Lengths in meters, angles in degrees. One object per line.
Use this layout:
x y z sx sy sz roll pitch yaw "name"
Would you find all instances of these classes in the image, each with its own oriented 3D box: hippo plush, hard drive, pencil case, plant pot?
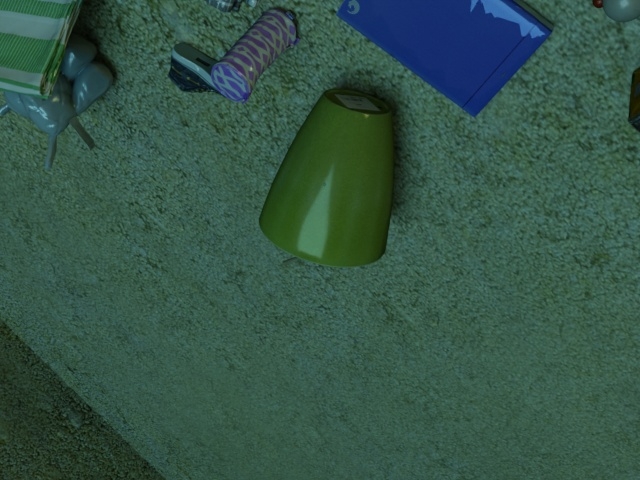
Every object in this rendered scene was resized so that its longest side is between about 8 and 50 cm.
-0.635 -0.364 1.562 0.236 0.234 0.294 22 137 48 "hippo plush"
0.207 -0.383 1.154 0.319 0.040 0.210 36 136 -4 "hard drive"
-0.121 -0.351 1.254 0.088 0.206 0.086 46 148 -18 "pencil case"
0.036 -0.142 1.332 0.275 0.275 0.293 20 119 12 "plant pot"

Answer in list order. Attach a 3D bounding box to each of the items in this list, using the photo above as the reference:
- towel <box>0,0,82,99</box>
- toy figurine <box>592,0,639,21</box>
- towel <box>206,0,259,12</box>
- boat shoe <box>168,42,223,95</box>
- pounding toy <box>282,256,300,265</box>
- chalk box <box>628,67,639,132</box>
-0.611 -0.461 1.371 0.248 0.325 0.038 12 172 18 "towel"
0.391 -0.433 0.931 0.213 0.148 0.209 22 135 11 "toy figurine"
-0.204 -0.553 1.130 0.284 0.121 0.235 35 125 8 "towel"
-0.245 -0.343 1.428 0.183 0.065 0.083 35 138 6 "boat shoe"
0.000 0.000 1.535 0.130 0.141 0.100 20 135 13 "pounding toy"
0.638 -0.178 1.002 0.289 0.179 0.180 40 135 -9 "chalk box"
